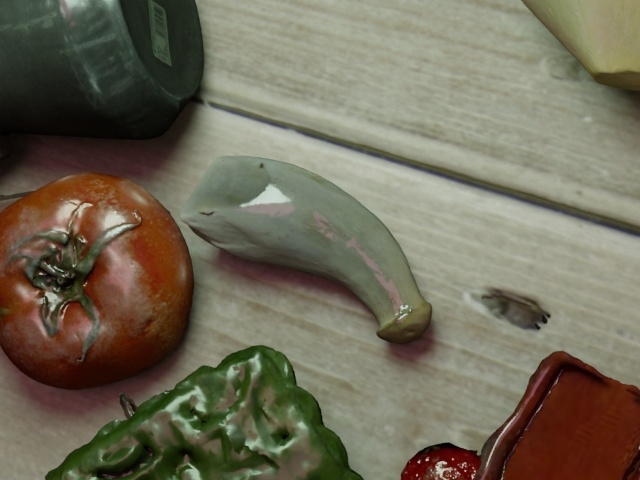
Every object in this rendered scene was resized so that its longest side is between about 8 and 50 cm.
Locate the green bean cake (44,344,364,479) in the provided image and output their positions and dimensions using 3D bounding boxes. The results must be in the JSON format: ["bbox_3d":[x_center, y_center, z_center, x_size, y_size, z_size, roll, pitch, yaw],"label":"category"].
[{"bbox_3d":[-0.086,0.249,0.861,0.250,0.156,0.246,-30,81,-6],"label":"green bean cake"}]

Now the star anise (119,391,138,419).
[{"bbox_3d":[-0.162,0.217,0.963,0.141,0.042,0.141,0,80,0],"label":"star anise"}]

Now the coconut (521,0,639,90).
[{"bbox_3d":[0.311,-0.256,0.882,0.259,0.259,0.259,-3,76,12],"label":"coconut"}]

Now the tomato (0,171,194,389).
[{"bbox_3d":[-0.252,0.045,0.965,0.237,0.095,0.236,1,96,9],"label":"tomato"}]

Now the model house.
[{"bbox_3d":[0.267,0.246,0.790,0.254,0.160,0.196,35,83,-19],"label":"model house"}]

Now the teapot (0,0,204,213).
[{"bbox_3d":[-0.314,-0.186,1.015,0.344,0.253,0.300,-9,104,17],"label":"teapot"}]

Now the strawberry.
[{"bbox_3d":[0.119,0.238,0.866,0.106,0.106,0.106,-3,76,12],"label":"strawberry"}]

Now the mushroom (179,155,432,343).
[{"bbox_3d":[0.000,0.000,0.956,0.270,0.103,0.118,27,83,12],"label":"mushroom"}]
